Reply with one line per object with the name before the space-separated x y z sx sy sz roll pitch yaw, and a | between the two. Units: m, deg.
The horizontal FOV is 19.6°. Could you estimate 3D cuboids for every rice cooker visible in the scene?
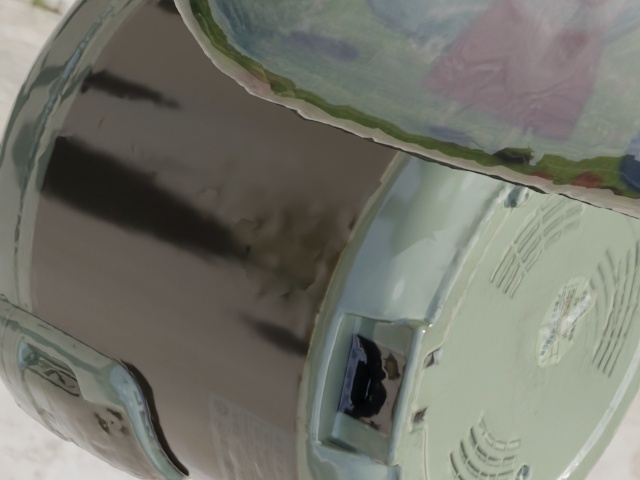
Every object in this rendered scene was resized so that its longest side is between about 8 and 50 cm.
rice cooker | 0.000 0.000 1.025 0.335 0.325 0.335 -34 136 -40

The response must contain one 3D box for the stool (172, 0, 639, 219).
stool | 0.083 -0.188 0.574 0.310 0.226 0.310 17 108 -40
